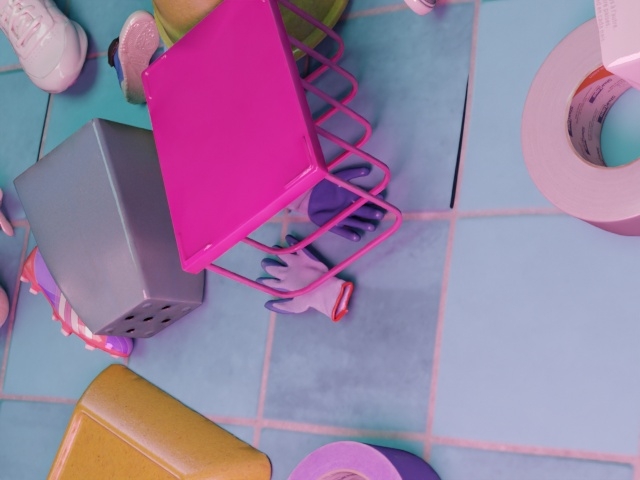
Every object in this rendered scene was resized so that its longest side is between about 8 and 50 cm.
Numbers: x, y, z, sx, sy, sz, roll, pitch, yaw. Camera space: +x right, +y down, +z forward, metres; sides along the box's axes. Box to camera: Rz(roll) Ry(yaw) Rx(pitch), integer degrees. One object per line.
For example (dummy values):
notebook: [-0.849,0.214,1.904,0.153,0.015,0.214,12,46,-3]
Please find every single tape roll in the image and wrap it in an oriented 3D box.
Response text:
tape roll: [0.309,-0.117,1.373,0.219,0.072,0.219,-12,70,37]
tape roll: [0.044,0.310,1.470,0.189,0.080,0.189,-12,71,38]

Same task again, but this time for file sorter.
file sorter: [-0.051,-0.109,1.580,0.202,0.182,0.290,-36,51,27]

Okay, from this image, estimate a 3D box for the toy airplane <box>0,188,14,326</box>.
toy airplane: [-0.582,0.074,1.985,0.384,0.272,0.386,-97,30,-71]

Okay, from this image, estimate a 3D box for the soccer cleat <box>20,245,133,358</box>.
soccer cleat: [-0.317,0.069,1.851,0.248,0.083,0.095,37,98,43]

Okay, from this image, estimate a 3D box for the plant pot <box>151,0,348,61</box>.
plant pot: [-0.128,-0.370,1.647,0.276,0.254,0.276,-8,66,19]

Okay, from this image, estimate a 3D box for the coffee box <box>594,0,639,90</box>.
coffee box: [0.438,-0.290,1.135,0.334,0.338,0.337,-16,68,36]

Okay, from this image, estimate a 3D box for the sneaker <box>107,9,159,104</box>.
sneaker: [-0.254,-0.265,1.872,0.152,0.058,0.084,97,154,-48]

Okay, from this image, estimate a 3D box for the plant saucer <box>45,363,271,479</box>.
plant saucer: [-0.247,0.353,1.707,0.333,0.081,0.333,24,94,41]

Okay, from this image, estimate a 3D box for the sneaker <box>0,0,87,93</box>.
sneaker: [-0.445,-0.327,2.024,0.114,0.152,0.305,-47,54,18]

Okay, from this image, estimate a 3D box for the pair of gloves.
pair of gloves: [0.000,0.000,1.635,0.159,0.023,0.198,21,87,44]

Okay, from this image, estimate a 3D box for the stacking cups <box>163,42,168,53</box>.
stacking cups: [-0.174,-0.252,1.807,0.096,0.096,0.316,-23,64,34]

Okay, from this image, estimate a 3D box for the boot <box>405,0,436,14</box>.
boot: [0.125,-0.357,1.600,0.086,0.069,0.190,-27,60,36]

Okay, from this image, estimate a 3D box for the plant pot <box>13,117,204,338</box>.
plant pot: [-0.249,-0.004,1.763,0.166,0.165,0.234,-33,66,29]
